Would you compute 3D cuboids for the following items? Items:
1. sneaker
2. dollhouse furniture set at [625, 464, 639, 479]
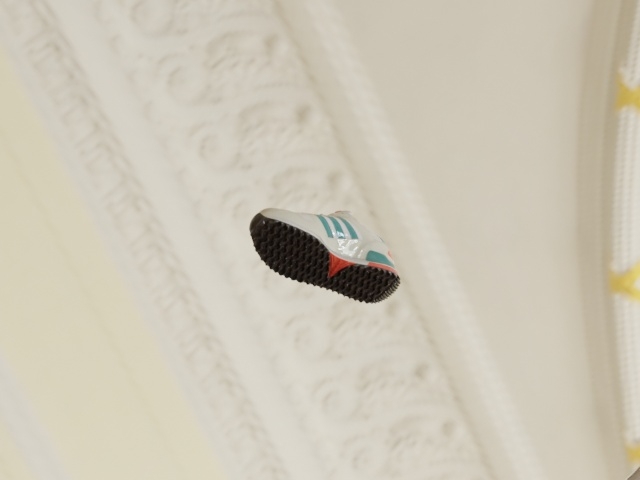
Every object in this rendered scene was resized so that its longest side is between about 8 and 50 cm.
[{"bbox_3d":[0.000,0.000,1.668,0.161,0.075,0.057,23,-55,-26],"label":"sneaker"},{"bbox_3d":[0.384,0.481,2.001,0.394,0.256,0.362,47,-17,11],"label":"dollhouse furniture set"}]
